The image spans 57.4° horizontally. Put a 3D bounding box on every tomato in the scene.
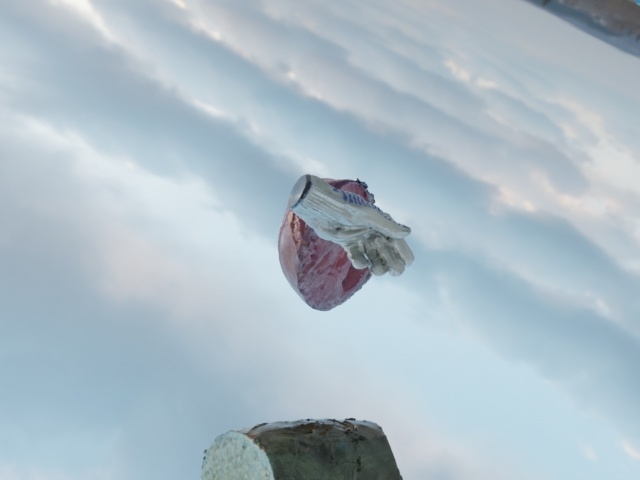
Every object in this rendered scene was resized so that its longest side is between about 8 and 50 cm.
[{"bbox_3d":[-0.004,-0.004,1.382,0.176,0.290,0.335,25,163,35],"label":"tomato"}]

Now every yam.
[{"bbox_3d":[-0.011,0.358,0.838,0.271,0.201,0.203,12,-124,-40],"label":"yam"}]

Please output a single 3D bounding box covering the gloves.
[{"bbox_3d":[0.055,-0.025,0.930,0.229,0.119,0.097,39,-129,-9],"label":"gloves"}]

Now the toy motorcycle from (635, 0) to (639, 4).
[{"bbox_3d":[0.552,-0.535,1.074,0.191,0.200,0.326,-21,-149,-40],"label":"toy motorcycle"}]
